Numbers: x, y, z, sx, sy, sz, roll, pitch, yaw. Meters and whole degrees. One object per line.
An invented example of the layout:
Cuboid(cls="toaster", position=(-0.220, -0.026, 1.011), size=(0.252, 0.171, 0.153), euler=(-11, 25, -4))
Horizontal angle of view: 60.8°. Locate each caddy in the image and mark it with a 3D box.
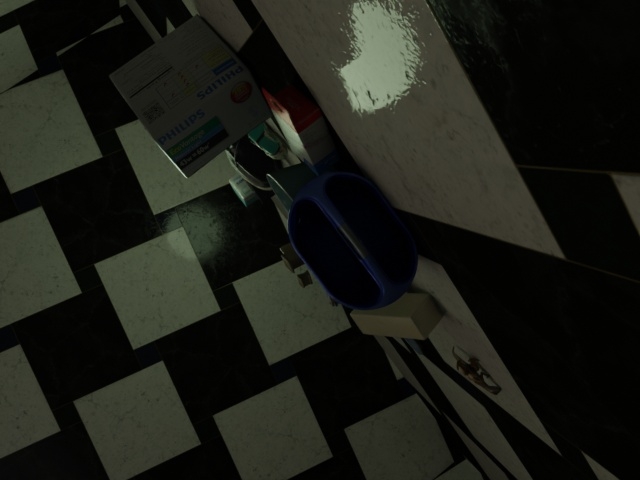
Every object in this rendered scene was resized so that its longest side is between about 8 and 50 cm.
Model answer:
Cuboid(cls="caddy", position=(0.074, 0.002, 1.295), size=(0.341, 0.241, 0.179), euler=(52, 178, 0))

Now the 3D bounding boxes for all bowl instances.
Cuboid(cls="bowl", position=(0.000, -0.110, 1.567), size=(0.311, 0.163, 0.311), euler=(52, 175, 7))

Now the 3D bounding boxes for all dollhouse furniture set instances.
Cuboid(cls="dollhouse furniture set", position=(0.021, 0.096, 1.987), size=(0.198, 0.286, 0.303), euler=(44, 157, 57))

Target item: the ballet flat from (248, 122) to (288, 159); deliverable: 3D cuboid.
Cuboid(cls="ballet flat", position=(-0.196, -0.366, 1.995), size=(0.077, 0.091, 0.241), euler=(24, -156, -53))

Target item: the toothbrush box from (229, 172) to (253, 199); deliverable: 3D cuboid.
Cuboid(cls="toothbrush box", position=(-0.325, -0.292, 2.723), size=(0.126, 0.216, 0.295), euler=(52, 173, 2))

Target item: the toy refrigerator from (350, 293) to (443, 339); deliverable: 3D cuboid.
Cuboid(cls="toy refrigerator", position=(0.220, 0.222, 1.607), size=(0.270, 0.102, 0.094), euler=(-9, 120, 55))

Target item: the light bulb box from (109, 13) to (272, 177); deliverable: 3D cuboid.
Cuboid(cls="light bulb box", position=(-0.411, -0.461, 1.743), size=(0.361, 0.358, 0.225), euler=(51, 176, 30))

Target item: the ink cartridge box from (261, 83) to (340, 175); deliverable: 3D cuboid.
Cuboid(cls="ink cartridge box", position=(-0.045, -0.281, 1.327), size=(0.134, 0.078, 0.231), euler=(48, 172, 36))

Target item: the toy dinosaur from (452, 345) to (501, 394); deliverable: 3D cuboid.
Cuboid(cls="toy dinosaur", position=(0.422, 0.368, 1.572), size=(0.211, 0.064, 0.112), euler=(48, 173, 43))

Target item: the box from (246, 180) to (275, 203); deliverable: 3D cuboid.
Cuboid(cls="box", position=(-0.266, -0.319, 2.356), size=(0.143, 0.165, 0.270), euler=(48, 173, 37))

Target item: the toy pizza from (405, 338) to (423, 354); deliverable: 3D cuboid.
Cuboid(cls="toy pizza", position=(0.364, 0.388, 2.262), size=(0.201, 0.032, 0.201), euler=(51, 174, 7))

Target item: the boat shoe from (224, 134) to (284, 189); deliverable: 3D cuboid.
Cuboid(cls="boat shoe", position=(-0.313, -0.413, 2.128), size=(0.500, 0.187, 0.156), euler=(58, 180, -1))
